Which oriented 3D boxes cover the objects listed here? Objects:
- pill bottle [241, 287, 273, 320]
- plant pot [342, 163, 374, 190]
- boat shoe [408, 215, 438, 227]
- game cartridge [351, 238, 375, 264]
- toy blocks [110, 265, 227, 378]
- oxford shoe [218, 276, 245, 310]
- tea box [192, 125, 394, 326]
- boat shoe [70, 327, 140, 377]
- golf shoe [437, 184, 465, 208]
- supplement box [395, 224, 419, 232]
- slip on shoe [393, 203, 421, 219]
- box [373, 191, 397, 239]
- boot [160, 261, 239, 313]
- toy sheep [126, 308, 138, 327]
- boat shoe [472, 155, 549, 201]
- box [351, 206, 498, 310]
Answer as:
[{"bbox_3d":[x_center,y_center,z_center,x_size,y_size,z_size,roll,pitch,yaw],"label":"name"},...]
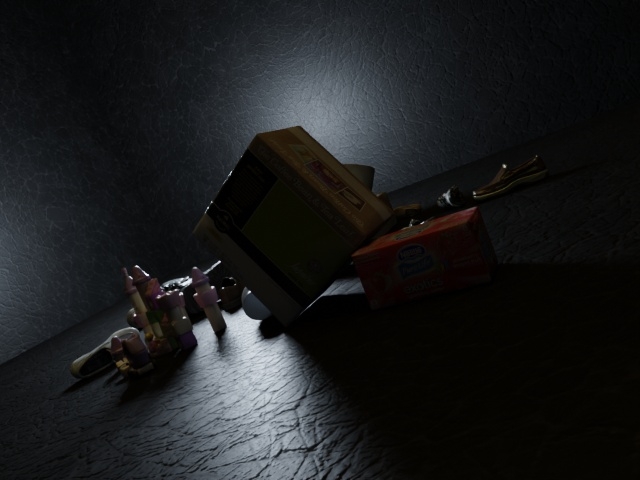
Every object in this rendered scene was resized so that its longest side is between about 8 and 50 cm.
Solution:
[{"bbox_3d":[-0.153,0.149,1.439,0.108,0.108,0.193,-21,7,7],"label":"pill bottle"},{"bbox_3d":[0.104,-0.165,2.256,0.256,0.274,0.256,0,-2,0],"label":"plant pot"},{"bbox_3d":[0.308,-0.041,1.629,0.075,0.065,0.206,-25,7,-18],"label":"boat shoe"},{"bbox_3d":[0.063,0.046,1.667,0.196,0.060,0.294,-19,5,-33],"label":"game cartridge"},{"bbox_3d":[-0.480,0.192,1.503,0.309,0.260,0.288,-28,9,-40],"label":"toy blocks"},{"bbox_3d":[-0.293,0.162,1.835,0.082,0.096,0.227,-23,5,6],"label":"oxford shoe"},{"bbox_3d":[-0.065,-0.041,1.276,0.323,0.329,0.220,-49,-8,29],"label":"tea box"},{"bbox_3d":[-0.645,0.348,1.628,0.227,0.079,0.081,-34,20,-35],"label":"boat shoe"},{"bbox_3d":[0.473,-0.144,1.946,0.094,0.077,0.198,-35,-2,21],"label":"golf shoe"},{"bbox_3d":[0.252,-0.002,1.543,0.083,0.056,0.083,-26,8,-31],"label":"supplement box"},{"bbox_3d":[0.343,-0.112,2.159,0.135,0.051,0.041,-13,22,23],"label":"slip on shoe"},{"bbox_3d":[0.175,-0.076,1.993,0.121,0.148,0.311,-18,9,26],"label":"box"},{"bbox_3d":[-0.463,0.181,2.115,0.367,0.146,0.445,-24,3,-33],"label":"boot"},{"bbox_3d":[-0.731,0.309,2.130,0.091,0.091,0.132,-27,13,-33],"label":"toy sheep"},{"bbox_3d":[0.638,-0.217,1.821,0.257,0.095,0.095,-21,7,9],"label":"boat shoe"},{"bbox_3d":[0.209,0.038,1.077,0.256,0.128,0.122,-18,8,29],"label":"box"}]
